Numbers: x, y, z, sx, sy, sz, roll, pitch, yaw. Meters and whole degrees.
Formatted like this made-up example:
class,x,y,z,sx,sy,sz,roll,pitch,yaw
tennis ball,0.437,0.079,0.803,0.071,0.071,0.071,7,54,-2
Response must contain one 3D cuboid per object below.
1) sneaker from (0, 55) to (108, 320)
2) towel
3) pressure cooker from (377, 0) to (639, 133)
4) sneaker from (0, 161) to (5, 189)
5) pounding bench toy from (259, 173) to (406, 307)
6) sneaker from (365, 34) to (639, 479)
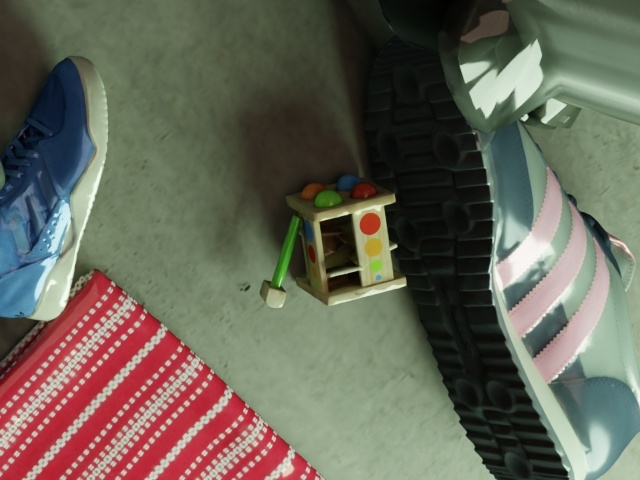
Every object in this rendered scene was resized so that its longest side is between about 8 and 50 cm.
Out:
class,x,y,z,sx,sy,sz,roll,pitch,yaw
sneaker,-0.172,-0.031,1.015,0.084,0.058,0.152,6,108,-32
towel,-0.107,0.174,1.111,0.199,0.031,0.275,-47,115,-6
pressure cooker,0.234,-0.219,0.947,0.370,0.420,0.376,-20,125,-50
sneaker,-0.336,-0.067,0.927,0.340,0.125,0.140,-3,77,-19
pounding bench toy,0.000,0.000,1.097,0.083,0.052,0.065,-14,108,-18
sneaker,0.125,0.001,1.134,0.131,0.112,0.319,-32,117,-30
